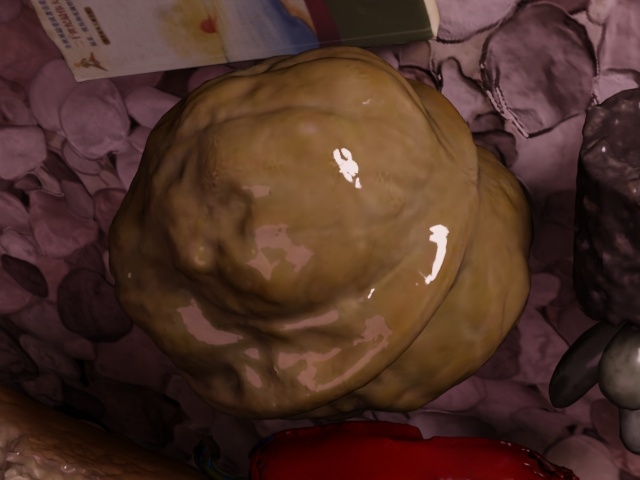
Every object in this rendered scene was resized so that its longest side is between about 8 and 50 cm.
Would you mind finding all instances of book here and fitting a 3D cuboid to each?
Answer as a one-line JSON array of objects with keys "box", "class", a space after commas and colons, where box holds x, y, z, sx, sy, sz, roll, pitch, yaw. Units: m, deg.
[{"box": [-0.076, -0.202, 0.961, 0.289, 0.026, 0.201, -6, 139, 17], "class": "book"}]

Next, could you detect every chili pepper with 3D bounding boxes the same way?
[{"box": [0.045, 0.213, 1.238, 0.387, 0.110, 0.110, -9, 119, 33], "class": "chili pepper"}]

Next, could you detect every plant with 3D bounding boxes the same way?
[{"box": [0.240, 0.034, 0.948, 0.146, 0.149, 0.274, 16, 133, 21], "class": "plant"}]

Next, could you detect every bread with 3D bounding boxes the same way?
[{"box": [-0.233, 0.276, 1.351, 0.424, 0.245, 0.329, 21, 129, 17], "class": "bread"}]

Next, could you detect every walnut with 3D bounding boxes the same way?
[{"box": [-0.001, -0.002, 0.988, 0.277, 0.253, 0.282, -19, 112, 39], "class": "walnut"}]
